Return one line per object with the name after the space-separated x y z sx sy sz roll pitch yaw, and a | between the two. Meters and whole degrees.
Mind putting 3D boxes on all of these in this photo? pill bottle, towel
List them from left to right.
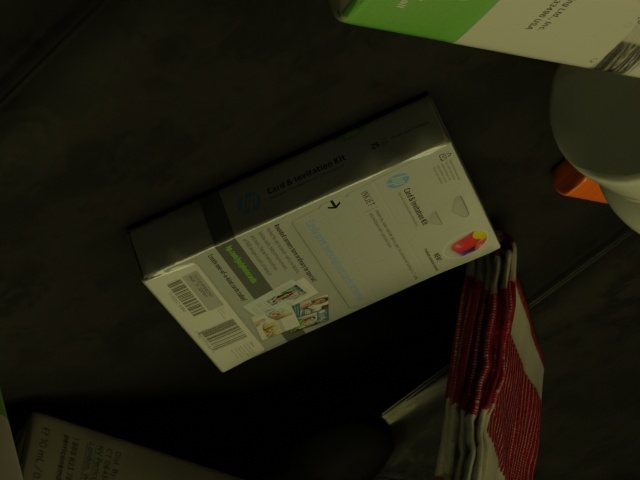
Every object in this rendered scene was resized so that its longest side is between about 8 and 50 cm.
0.107 0.186 1.260 0.037 0.329 0.237 3 155 15 | towel
0.227 -0.051 1.116 0.131 0.131 0.229 -36 148 24 | pill bottle

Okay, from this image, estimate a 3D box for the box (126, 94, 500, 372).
0.000 0.000 1.149 0.186 0.038 0.145 -24 151 6 | box

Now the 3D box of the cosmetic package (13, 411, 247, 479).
-0.080 0.236 1.281 0.296 0.129 0.153 19 140 -15 | cosmetic package

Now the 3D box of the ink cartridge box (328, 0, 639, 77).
0.148 -0.176 0.868 0.273 0.115 0.198 5 142 -39 | ink cartridge box

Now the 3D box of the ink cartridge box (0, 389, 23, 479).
-0.326 0.105 0.934 0.353 0.207 0.119 6 142 -37 | ink cartridge box

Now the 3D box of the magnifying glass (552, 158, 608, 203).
0.233 -0.029 1.274 0.231 0.026 0.092 6 141 -43 | magnifying glass
